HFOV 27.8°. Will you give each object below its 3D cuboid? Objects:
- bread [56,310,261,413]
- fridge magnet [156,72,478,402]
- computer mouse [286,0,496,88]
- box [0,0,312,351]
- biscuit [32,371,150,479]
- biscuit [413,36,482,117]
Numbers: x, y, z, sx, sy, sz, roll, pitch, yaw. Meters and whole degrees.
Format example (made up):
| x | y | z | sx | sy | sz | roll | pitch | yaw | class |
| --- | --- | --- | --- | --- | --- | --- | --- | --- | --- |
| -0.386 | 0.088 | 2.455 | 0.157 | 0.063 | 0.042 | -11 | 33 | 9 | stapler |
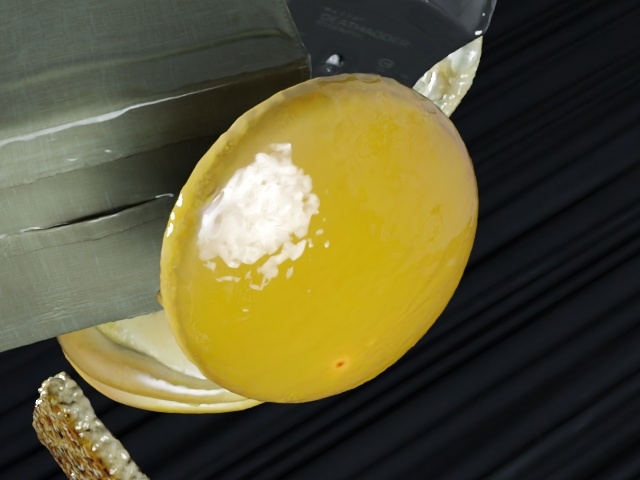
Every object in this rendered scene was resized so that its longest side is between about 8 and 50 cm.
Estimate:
| x | y | z | sx | sy | sz | roll | pitch | yaw | class |
| --- | --- | --- | --- | --- | --- | --- | --- | --- | --- |
| -0.138 | 0.088 | 1.408 | 0.270 | 0.316 | 0.211 | -134 | 45 | -63 | bread |
| 0.000 | 0.000 | 0.520 | 0.063 | 0.143 | 0.143 | 39 | 156 | 49 | fridge magnet |
| 0.017 | -0.154 | 0.915 | 0.264 | 0.147 | 0.088 | 141 | 140 | -59 | computer mouse |
| -0.124 | -0.054 | 0.642 | 0.149 | 0.231 | 0.155 | 83 | 169 | -52 | box |
| -0.146 | 0.159 | 0.861 | 0.131 | 0.026 | 0.237 | 53 | 160 | 4 | biscuit |
| 0.017 | -0.145 | 1.066 | 0.040 | 0.266 | 0.188 | -6 | -95 | -59 | biscuit |
